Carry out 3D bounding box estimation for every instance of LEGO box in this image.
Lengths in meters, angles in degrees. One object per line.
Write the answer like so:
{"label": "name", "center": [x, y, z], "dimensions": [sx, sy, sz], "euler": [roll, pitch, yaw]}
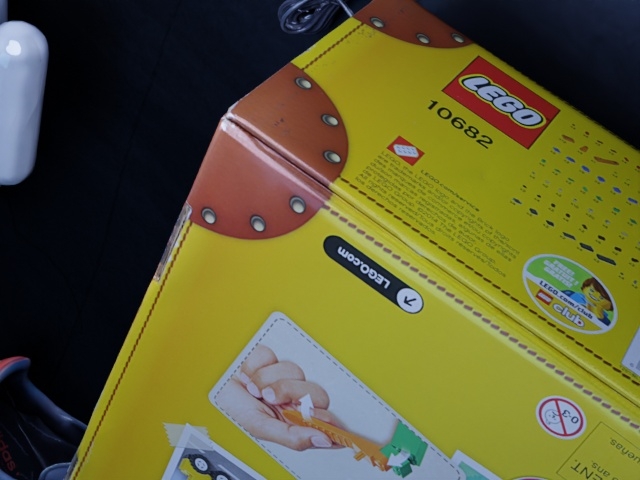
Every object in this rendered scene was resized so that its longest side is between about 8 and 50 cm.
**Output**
{"label": "LEGO box", "center": [0.127, 0.166, 0.705], "dimensions": [0.500, 0.193, 0.372], "euler": [36, 130, 8]}

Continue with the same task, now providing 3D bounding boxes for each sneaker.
{"label": "sneaker", "center": [-0.210, 0.252, 1.128], "dimensions": [0.148, 0.131, 0.350], "euler": [-38, 94, 32]}

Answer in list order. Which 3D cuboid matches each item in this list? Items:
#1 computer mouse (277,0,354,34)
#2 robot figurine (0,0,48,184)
{"label": "computer mouse", "center": [0.059, -0.091, 0.769], "dimensions": [0.106, 0.042, 0.193], "euler": [-38, 83, 40]}
{"label": "robot figurine", "center": [-0.331, -0.140, 0.940], "dimensions": [0.300, 0.200, 0.353], "euler": [17, 126, 13]}
